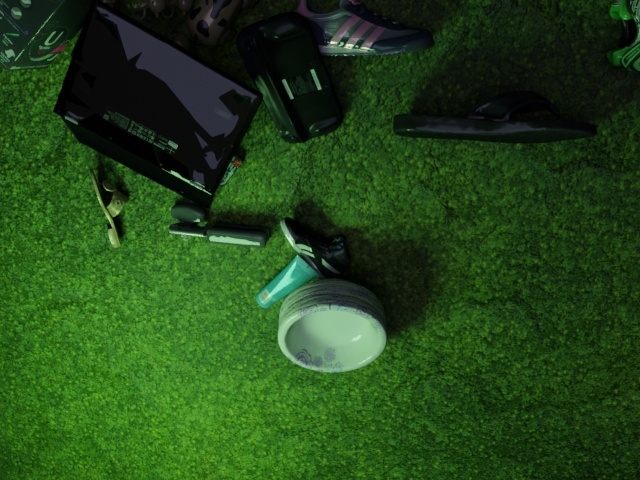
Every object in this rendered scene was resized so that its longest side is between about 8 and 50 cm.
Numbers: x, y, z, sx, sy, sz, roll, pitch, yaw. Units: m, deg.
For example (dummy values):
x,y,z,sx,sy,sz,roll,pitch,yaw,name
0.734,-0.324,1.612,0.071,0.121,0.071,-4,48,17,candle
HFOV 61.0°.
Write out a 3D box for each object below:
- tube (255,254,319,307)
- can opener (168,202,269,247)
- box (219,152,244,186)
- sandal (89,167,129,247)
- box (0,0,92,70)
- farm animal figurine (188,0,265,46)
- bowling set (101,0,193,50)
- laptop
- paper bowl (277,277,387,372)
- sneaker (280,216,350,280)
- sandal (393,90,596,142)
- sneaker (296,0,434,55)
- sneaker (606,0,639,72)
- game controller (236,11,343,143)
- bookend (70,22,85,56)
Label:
x,y,z,sx,sy,sz,roll,pitch,yaw,name
-0.097,0.117,1.482,0.080,0.052,0.207,40,127,-17,tube
-0.278,-0.034,1.469,0.280,0.074,0.093,10,114,6,can opener
-0.280,-0.218,1.422,0.137,0.027,0.094,39,112,-6,box
-0.568,-0.097,1.510,0.079,0.088,0.240,-15,119,-18,sandal
-0.666,-0.547,1.285,0.270,0.165,0.143,-37,101,21,box
-0.213,-0.572,1.189,0.330,0.172,0.326,24,115,0,farm animal figurine
-0.388,-0.468,1.205,0.154,0.200,0.287,-1,84,8,bowling set
-0.377,-0.280,1.276,0.382,0.236,0.408,28,114,-11,laptop
0.031,0.214,1.447,0.284,0.148,0.284,0,131,0,paper bowl
0.000,0.000,1.439,0.121,0.079,0.217,-32,111,16,sneaker
0.388,-0.280,1.215,0.446,0.167,0.107,5,94,8,sandal
0.094,-0.481,1.207,0.319,0.112,0.131,3,115,8,sneaker
0.674,-0.506,1.083,0.146,0.134,0.343,6,113,9,sneaker
-0.062,-0.361,1.249,0.166,0.067,0.319,-21,136,7,game controller
-0.500,-0.476,1.335,0.156,0.072,0.157,34,112,-5,bookend
